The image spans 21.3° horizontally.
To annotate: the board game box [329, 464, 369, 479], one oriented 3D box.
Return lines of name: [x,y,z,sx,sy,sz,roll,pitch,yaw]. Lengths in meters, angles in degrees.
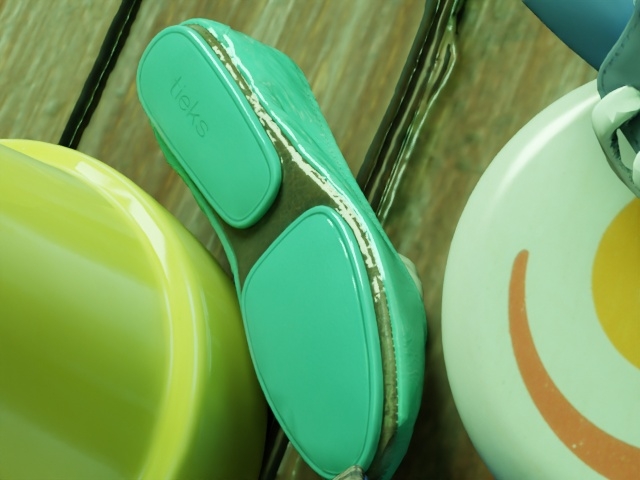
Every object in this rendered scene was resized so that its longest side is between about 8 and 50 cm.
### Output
board game box: [-0.069,0.234,0.574,0.291,0.232,0.141,-34,94,3]

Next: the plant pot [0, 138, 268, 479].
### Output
plant pot: [-0.178,0.052,0.715,0.254,0.239,0.254,-8,65,17]

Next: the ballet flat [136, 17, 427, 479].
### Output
ballet flat: [0.000,0.000,0.757,0.083,0.087,0.247,-46,56,30]

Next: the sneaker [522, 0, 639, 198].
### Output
sneaker: [0.140,0.036,0.507,0.322,0.130,0.236,30,91,26]

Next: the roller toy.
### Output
roller toy: [0.146,0.036,0.651,0.191,0.146,0.209,-31,71,3]
